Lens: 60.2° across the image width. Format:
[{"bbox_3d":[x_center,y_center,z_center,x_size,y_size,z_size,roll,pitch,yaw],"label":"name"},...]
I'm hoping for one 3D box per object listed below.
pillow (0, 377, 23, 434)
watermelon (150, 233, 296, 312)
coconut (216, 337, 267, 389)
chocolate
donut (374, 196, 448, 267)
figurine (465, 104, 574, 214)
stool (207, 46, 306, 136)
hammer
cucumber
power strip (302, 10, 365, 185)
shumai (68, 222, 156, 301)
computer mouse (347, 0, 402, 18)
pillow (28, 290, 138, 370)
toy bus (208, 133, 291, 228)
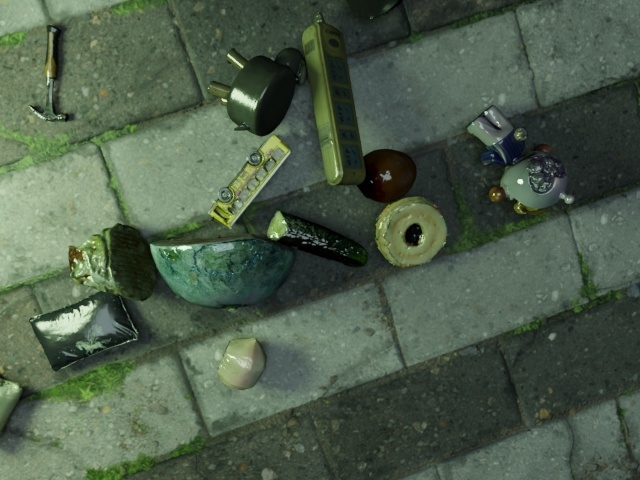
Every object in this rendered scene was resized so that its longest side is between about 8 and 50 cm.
[{"bbox_3d":[-0.755,0.373,1.219,0.134,0.078,0.182,28,94,-9],"label":"pillow"},{"bbox_3d":[-0.208,0.078,1.188,0.321,0.188,0.176,-5,96,-4],"label":"watermelon"},{"bbox_3d":[-0.177,0.272,1.257,0.110,0.110,0.125,26,100,-8],"label":"coconut"},{"bbox_3d":[0.155,-0.152,1.254,0.133,0.127,0.124,-37,130,-13],"label":"chocolate"},{"bbox_3d":[0.205,-0.022,1.272,0.174,0.068,0.175,-4,111,-11],"label":"donut"},{"bbox_3d":[0.461,-0.190,1.267,0.193,0.133,0.275,-17,85,-15],"label":"figurine"},{"bbox_3d":[-0.131,-0.328,1.187,0.139,0.228,0.153,31,135,11],"label":"stool"},{"bbox_3d":[-0.582,-0.357,1.183,0.078,0.021,0.201,3,96,-6],"label":"hammer"},{"bbox_3d":[0.000,0.001,1.261,0.241,0.074,0.075,19,94,-9],"label":"cucumber"},{"bbox_3d":[0.029,-0.310,1.191,0.092,0.066,0.388,-6,83,-42],"label":"power strip"},{"bbox_3d":[-0.458,0.069,1.193,0.141,0.184,0.184,-20,99,20],"label":"shumai"},{"bbox_3d":[0.148,-0.629,1.197,0.168,0.087,0.295,33,90,-5],"label":"computer mouse"},{"bbox_3d":[-0.528,0.197,1.237,0.208,0.055,0.142,-24,89,-3],"label":"pillow"},{"bbox_3d":[-0.160,-0.135,1.228,0.074,0.081,0.226,39,88,-14],"label":"toy bus"}]
